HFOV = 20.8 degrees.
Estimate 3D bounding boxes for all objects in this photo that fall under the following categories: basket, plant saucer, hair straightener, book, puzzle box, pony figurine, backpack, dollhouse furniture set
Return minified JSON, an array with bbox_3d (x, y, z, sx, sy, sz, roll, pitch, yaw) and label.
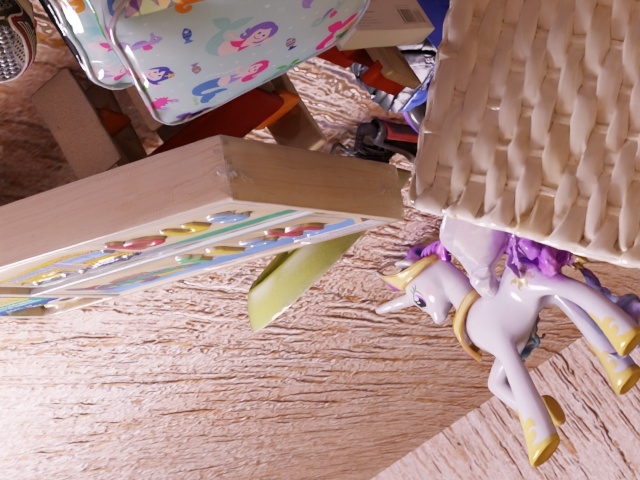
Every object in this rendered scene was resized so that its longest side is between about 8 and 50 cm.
[{"bbox_3d":[0.292,-0.137,1.498,0.266,0.328,0.331,7,98,-59],"label":"basket"},{"bbox_3d":[0.000,0.000,1.857,0.241,0.037,0.241,-45,-175,5],"label":"plant saucer"},{"bbox_3d":[0.082,-0.091,1.908,0.089,0.047,0.230,-41,161,28],"label":"hair straightener"},{"bbox_3d":[0.016,-0.208,1.301,0.096,0.144,0.035,-10,153,-49],"label":"book"},{"bbox_3d":[-0.167,-0.001,1.463,0.409,0.052,0.272,-16,169,30],"label":"puzzle box"},{"bbox_3d":[0.259,0.051,2.221,0.303,0.363,0.351,7,123,-53],"label":"pony figurine"},{"bbox_3d":[-0.064,-0.209,1.101,0.253,0.191,0.225,-32,161,-6],"label":"backpack"},{"bbox_3d":[0.089,-0.177,1.595,0.101,0.098,0.120,-24,161,-35],"label":"backpack"},{"bbox_3d":[-0.062,-0.112,1.450,0.259,0.135,0.262,-37,162,17],"label":"dollhouse furniture set"}]

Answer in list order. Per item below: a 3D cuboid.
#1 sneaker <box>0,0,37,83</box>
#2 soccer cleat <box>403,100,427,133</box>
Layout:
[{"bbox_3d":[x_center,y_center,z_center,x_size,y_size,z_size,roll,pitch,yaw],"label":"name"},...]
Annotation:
[{"bbox_3d":[-0.282,-0.124,1.082,0.121,0.112,0.299,-39,162,24],"label":"sneaker"},{"bbox_3d":[0.181,-0.137,1.878,0.318,0.108,0.116,1,-176,-44],"label":"soccer cleat"}]
